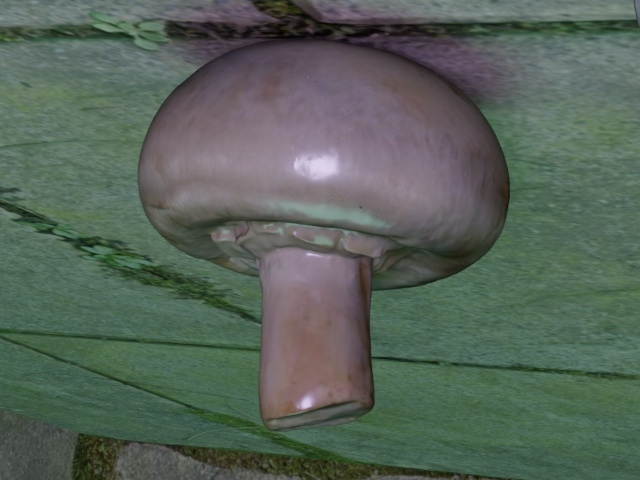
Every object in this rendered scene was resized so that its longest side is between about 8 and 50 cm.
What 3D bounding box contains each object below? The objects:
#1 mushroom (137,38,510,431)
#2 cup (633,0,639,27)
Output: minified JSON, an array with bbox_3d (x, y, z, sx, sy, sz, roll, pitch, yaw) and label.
[{"bbox_3d":[0.000,0.000,1.075,0.207,0.215,0.207,2,162,1],"label":"mushroom"},{"bbox_3d":[0.174,-0.109,0.820,0.083,0.054,0.075,3,168,36],"label":"cup"}]
